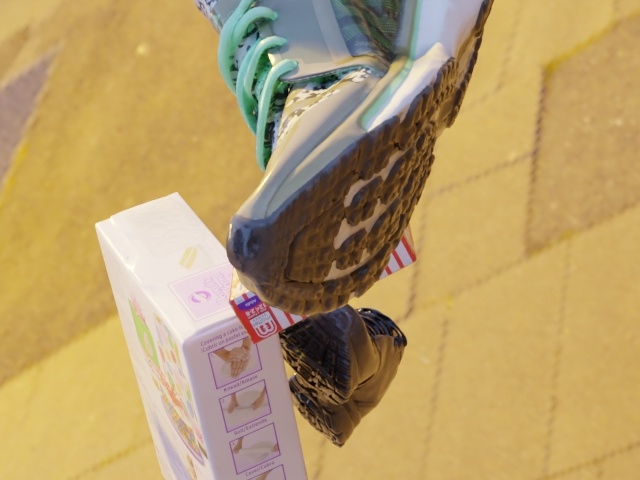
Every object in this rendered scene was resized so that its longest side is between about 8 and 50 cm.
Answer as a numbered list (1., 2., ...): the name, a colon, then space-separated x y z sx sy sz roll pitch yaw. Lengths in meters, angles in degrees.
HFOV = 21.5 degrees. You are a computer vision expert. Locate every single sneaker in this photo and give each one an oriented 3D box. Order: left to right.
1. sneaker: -0.009 -0.100 1.047 0.410 0.182 0.158 -61 -12 -55
2. sneaker: 0.028 0.112 1.750 0.130 0.109 0.286 -42 -15 -15

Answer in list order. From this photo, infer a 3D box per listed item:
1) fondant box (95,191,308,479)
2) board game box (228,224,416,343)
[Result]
1. fondant box: -0.105 0.153 1.635 0.096 0.330 0.238 -23 36 -16
2. board game box: 0.000 0.000 1.383 0.146 0.045 0.193 -27 17 9
